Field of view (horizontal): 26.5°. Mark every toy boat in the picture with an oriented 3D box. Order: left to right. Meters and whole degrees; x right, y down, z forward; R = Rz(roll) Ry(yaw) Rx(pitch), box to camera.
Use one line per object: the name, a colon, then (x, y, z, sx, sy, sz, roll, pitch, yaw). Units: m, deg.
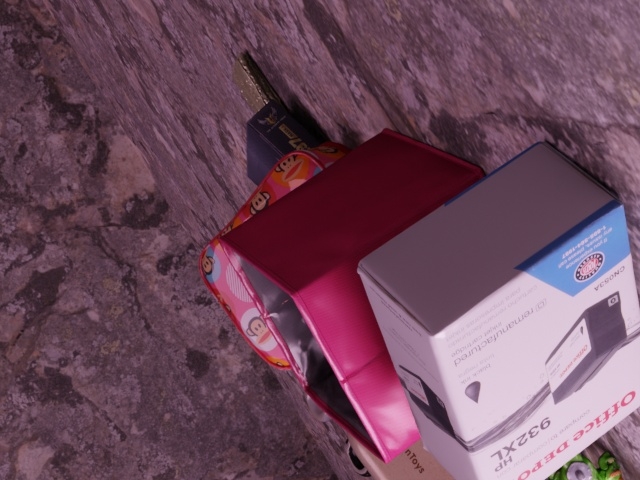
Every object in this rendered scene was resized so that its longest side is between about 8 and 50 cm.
toy boat: (0.147, 0.287, 1.919, 0.231, 0.151, 0.151, 53, -164, 19)

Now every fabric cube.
fabric cube: (0.077, 0.058, 1.615, 0.259, 0.258, 0.254, 62, 166, -24)

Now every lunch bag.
lunch bag: (-0.008, 0.036, 1.879, 0.258, 0.293, 0.120, 51, -148, 11)

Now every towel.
towel: (-0.091, -0.217, 2.105, 0.148, 0.027, 0.110, 55, 169, 5)

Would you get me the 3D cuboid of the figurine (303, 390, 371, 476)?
figurine: (0.111, 0.271, 2.216, 0.215, 0.209, 0.092, 48, 138, 41)

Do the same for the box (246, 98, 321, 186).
box: (-0.030, -0.094, 2.049, 0.183, 0.059, 0.232, 44, 165, 10)

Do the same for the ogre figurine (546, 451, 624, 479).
ogre figurine: (0.309, 0.280, 1.681, 0.197, 0.097, 0.118, 87, 161, -47)

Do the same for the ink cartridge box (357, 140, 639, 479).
ink cartridge box: (0.192, 0.093, 1.335, 0.129, 0.223, 0.307, 44, 163, 43)
